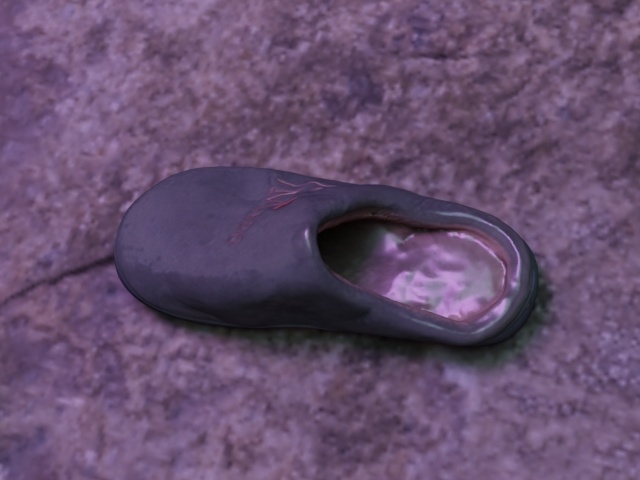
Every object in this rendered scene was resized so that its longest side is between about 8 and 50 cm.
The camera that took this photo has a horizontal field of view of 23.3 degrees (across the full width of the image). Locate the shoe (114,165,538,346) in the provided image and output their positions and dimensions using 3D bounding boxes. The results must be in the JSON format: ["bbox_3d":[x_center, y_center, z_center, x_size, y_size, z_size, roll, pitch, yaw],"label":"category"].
[{"bbox_3d":[0.000,0.000,0.687,0.195,0.078,0.079,10,69,8],"label":"shoe"}]
